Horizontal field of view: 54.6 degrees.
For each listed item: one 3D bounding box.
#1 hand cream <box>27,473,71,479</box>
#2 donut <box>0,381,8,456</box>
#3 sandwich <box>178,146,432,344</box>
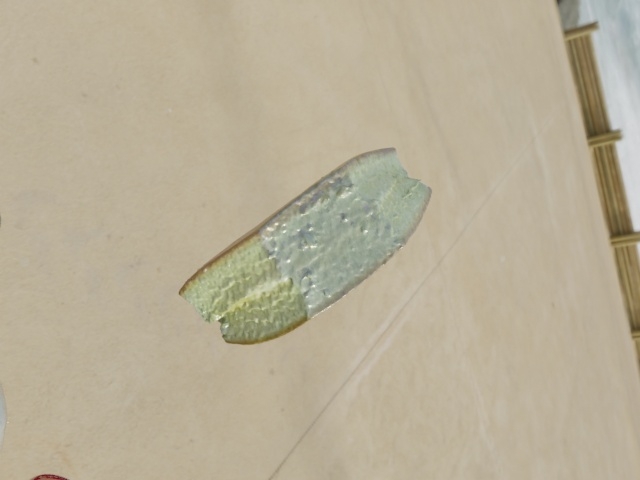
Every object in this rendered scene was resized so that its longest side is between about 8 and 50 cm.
[{"bbox_3d":[-0.338,0.418,0.766,0.149,0.230,0.230,-44,128,-5],"label":"hand cream"},{"bbox_3d":[-0.481,0.228,0.574,0.142,0.382,0.383,60,34,-43],"label":"donut"},{"bbox_3d":[0.000,0.000,0.563,0.258,0.096,0.094,-38,98,-11],"label":"sandwich"}]
